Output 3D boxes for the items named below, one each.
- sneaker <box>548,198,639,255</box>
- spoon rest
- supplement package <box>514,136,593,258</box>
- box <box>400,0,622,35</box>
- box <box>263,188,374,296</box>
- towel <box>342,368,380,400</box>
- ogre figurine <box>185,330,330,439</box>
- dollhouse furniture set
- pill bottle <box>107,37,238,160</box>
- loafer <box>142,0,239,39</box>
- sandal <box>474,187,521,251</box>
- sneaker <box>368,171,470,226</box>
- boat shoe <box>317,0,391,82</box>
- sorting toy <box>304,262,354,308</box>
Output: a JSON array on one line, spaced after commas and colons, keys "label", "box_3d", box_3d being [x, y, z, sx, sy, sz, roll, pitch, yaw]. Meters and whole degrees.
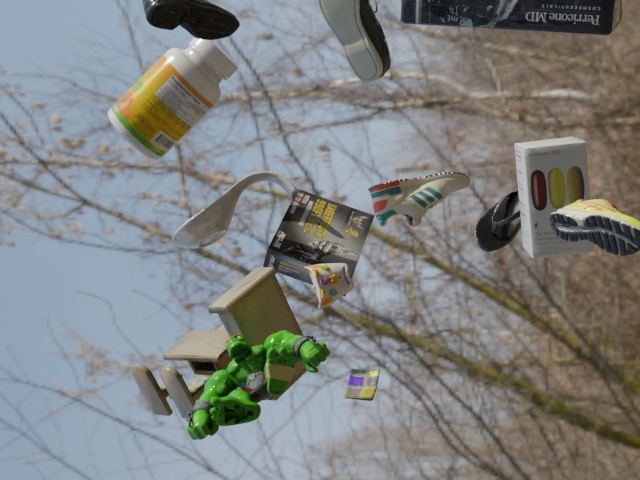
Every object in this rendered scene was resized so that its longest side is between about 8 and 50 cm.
[{"label": "sneaker", "box_3d": [0.521, -0.039, 1.678, 0.094, 0.208, 0.081, -34, -59, -23]}, {"label": "spoon rest", "box_3d": [-0.187, -0.066, 1.913, 0.084, 0.276, 0.137, 60, 167, 12]}, {"label": "supplement package", "box_3d": [0.512, -0.098, 2.026, 0.134, 0.139, 0.244, -76, -22, -79]}, {"label": "box", "box_3d": [0.449, -0.728, 2.065, 0.297, 0.480, 0.471, -45, -42, -60]}, {"label": "box", "box_3d": [0.000, 0.000, 1.936, 0.231, 0.183, 0.056, -66, -6, -50]}, {"label": "towel", "box_3d": [0.078, 0.272, 1.738, 0.083, 0.060, 0.009, -66, -30, -50]}, {"label": "ogre figurine", "box_3d": [-0.088, 0.179, 1.197, 0.097, 0.197, 0.118, 37, -177, -17]}, {"label": "dollhouse furniture set", "box_3d": [-0.150, 0.140, 1.382, 0.212, 0.242, 0.161, -40, -66, -40]}, {"label": "pill bottle", "box_3d": [-0.280, -0.284, 1.780, 0.136, 0.246, 0.136, 46, -174, -6]}, {"label": "loafer", "box_3d": [-0.193, -0.347, 1.377, 0.170, 0.062, 0.061, 5, -128, -49]}, {"label": "sandal", "box_3d": [0.465, -0.080, 2.219, 0.097, 0.254, 0.054, 42, 174, 33]}, {"label": "sneaker", "box_3d": [0.156, -0.061, 1.421, 0.057, 0.161, 0.075, 171, 90, -78]}, {"label": "boat shoe", "box_3d": [0.073, -0.443, 1.828, 0.079, 0.095, 0.254, -43, -71, -47]}, {"label": "sorting toy", "box_3d": [0.022, 0.073, 1.693, 0.083, 0.075, 0.045, 70, 157, 12]}]
